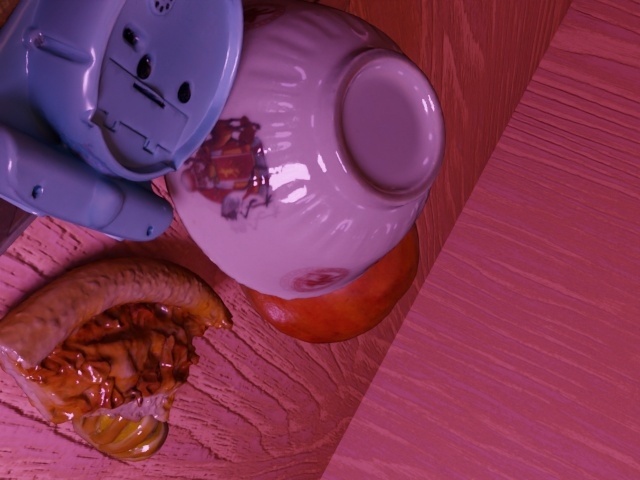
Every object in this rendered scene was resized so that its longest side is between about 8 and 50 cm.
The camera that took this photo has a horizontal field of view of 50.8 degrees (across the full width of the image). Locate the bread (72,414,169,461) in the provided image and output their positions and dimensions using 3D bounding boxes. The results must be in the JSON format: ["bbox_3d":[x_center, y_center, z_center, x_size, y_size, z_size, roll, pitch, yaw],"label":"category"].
[{"bbox_3d":[-0.228,0.219,0.804,0.083,0.094,0.157,-60,169,-25],"label":"bread"}]

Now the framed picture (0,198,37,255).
[{"bbox_3d":[-0.235,-0.084,0.525,0.203,0.015,0.150,-56,159,-25],"label":"framed picture"}]

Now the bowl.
[{"bbox_3d":[0.021,-0.104,0.690,0.337,0.157,0.337,2,87,-37],"label":"bowl"}]

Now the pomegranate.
[{"bbox_3d":[0.000,0.000,0.928,0.252,0.270,0.229,-38,-165,16],"label":"pomegranate"}]

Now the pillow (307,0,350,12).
[{"bbox_3d":[0.006,-0.237,0.921,0.126,0.043,0.232,-55,156,-40],"label":"pillow"}]

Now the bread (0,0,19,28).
[{"bbox_3d":[-0.223,-0.134,0.362,0.156,0.103,0.110,-30,136,-48],"label":"bread"}]

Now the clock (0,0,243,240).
[{"bbox_3d":[-0.146,-0.141,0.519,0.274,0.094,0.223,-64,163,0],"label":"clock"}]

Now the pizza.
[{"bbox_3d":[-0.198,0.108,0.716,0.365,0.074,0.182,20,72,-66],"label":"pizza"}]
